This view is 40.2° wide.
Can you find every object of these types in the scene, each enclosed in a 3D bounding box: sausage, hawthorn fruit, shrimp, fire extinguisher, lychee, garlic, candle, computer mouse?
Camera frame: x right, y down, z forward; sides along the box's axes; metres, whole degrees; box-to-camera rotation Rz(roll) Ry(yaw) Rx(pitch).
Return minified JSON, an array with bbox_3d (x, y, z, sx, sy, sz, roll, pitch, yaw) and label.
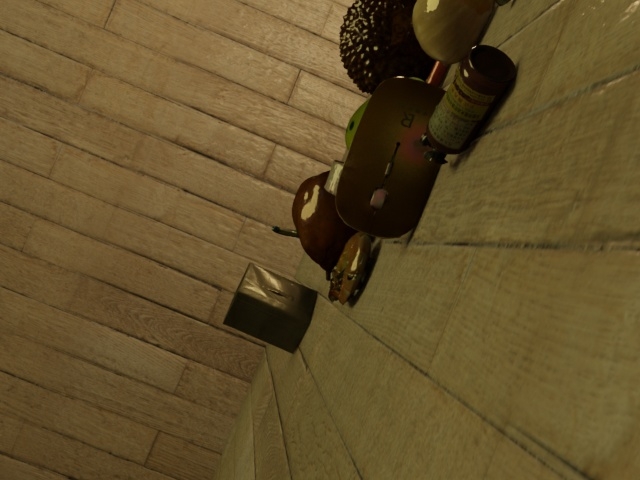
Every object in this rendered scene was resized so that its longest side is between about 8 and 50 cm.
[{"bbox_3d":[0.281,-0.427,1.866,0.034,0.034,0.253,-92,26,-79],"label":"sausage"},{"bbox_3d":[0.034,-0.032,2.008,0.208,0.208,0.248,134,142,-78],"label":"hawthorn fruit"},{"bbox_3d":[0.060,0.081,1.898,0.267,0.061,0.145,124,158,-59],"label":"shrimp"},{"bbox_3d":[0.221,-0.183,1.330,0.075,0.106,0.252,65,151,27],"label":"fire extinguisher"},{"bbox_3d":[0.163,-0.469,2.064,0.267,0.267,0.267,-158,90,-85],"label":"lychee"},{"bbox_3d":[0.260,-0.427,1.704,0.164,0.145,0.245,-36,-1,-8],"label":"garlic"},{"bbox_3d":[0.110,-0.090,1.647,0.168,0.192,0.068,33,107,40],"label":"candle"},{"bbox_3d":[0.135,-0.154,1.551,0.072,0.158,0.310,81,-151,-73],"label":"computer mouse"}]

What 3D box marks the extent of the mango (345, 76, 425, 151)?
[{"bbox_3d":[0.152,-0.261,1.903,0.175,0.143,0.293,-50,2,-26],"label":"mango"}]

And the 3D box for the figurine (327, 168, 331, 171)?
[{"bbox_3d":[0.052,-0.126,2.567,0.246,0.131,0.156,124,133,-63],"label":"figurine"}]

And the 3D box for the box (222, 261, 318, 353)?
[{"bbox_3d":[-0.147,0.199,2.604,0.149,0.231,0.155,-74,8,-54],"label":"box"}]

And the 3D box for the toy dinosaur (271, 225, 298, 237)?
[{"bbox_3d":[0.009,-0.001,2.372,0.363,0.147,0.076,24,-114,-63],"label":"toy dinosaur"}]

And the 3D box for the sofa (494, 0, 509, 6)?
[{"bbox_3d":[0.335,-0.536,1.509,0.210,0.176,0.225,-65,34,29],"label":"sofa"}]
